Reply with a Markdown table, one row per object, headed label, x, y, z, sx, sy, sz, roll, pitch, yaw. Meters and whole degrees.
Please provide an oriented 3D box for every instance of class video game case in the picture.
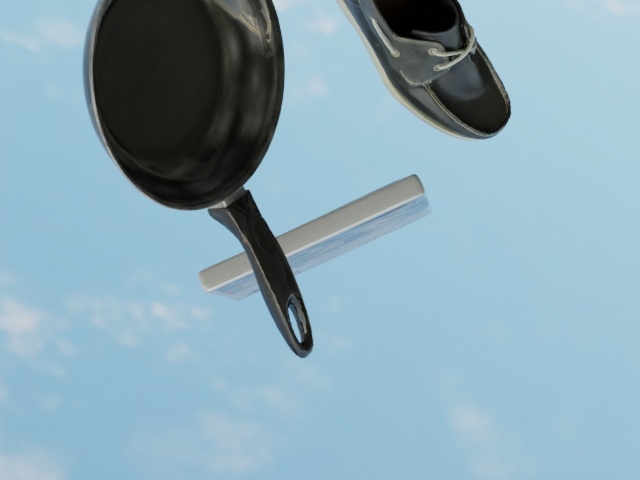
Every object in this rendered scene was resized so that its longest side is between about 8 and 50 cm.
| label | x | y | z | sx | sy | sz | roll | pitch | yaw |
| --- | --- | --- | --- | --- | --- | --- | --- | --- | --- |
| video game case | 0.000 | 0.000 | 1.571 | 0.183 | 0.201 | 0.023 | 38 | -152 | -83 |

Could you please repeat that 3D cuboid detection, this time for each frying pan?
| label | x | y | z | sx | sy | sz | roll | pitch | yaw |
| --- | --- | --- | --- | --- | --- | --- | --- | --- | --- |
| frying pan | -0.066 | -0.082 | 1.309 | 0.053 | 0.326 | 0.197 | 5 | -122 | 38 |

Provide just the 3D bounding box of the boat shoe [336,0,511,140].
| label | x | y | z | sx | sy | sz | roll | pitch | yaw |
| --- | --- | --- | --- | --- | --- | --- | --- | --- | --- |
| boat shoe | 0.088 | -0.163 | 1.476 | 0.233 | 0.084 | 0.079 | 49 | 163 | -31 |
